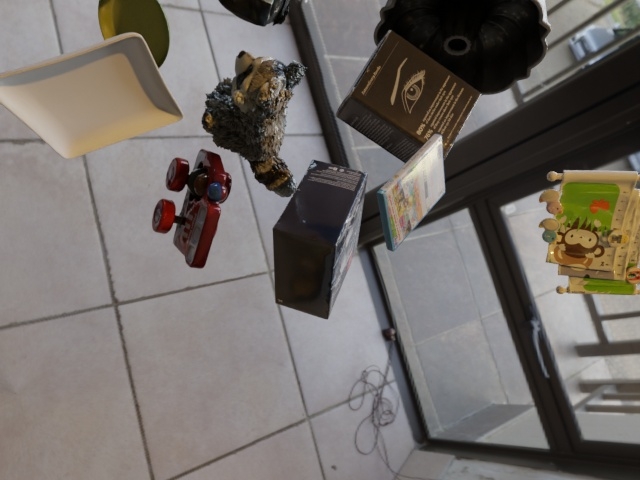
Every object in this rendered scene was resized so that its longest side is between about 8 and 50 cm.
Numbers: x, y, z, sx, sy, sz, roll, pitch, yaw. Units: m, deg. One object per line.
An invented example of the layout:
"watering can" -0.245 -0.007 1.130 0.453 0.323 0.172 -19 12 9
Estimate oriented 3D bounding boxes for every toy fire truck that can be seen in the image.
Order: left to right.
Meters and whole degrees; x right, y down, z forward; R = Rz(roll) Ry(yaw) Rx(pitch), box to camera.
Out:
"toy fire truck" -0.330 -0.095 1.343 0.169 0.254 0.302 15 98 -36

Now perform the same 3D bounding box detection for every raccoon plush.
"raccoon plush" -0.105 -0.312 1.325 0.446 0.299 0.216 41 65 -40

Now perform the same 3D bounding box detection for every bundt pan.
"bundt pan" 0.277 -0.431 0.959 0.331 0.331 0.124 22 68 -25

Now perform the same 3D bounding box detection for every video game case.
"video game case" 0.150 -0.077 0.775 0.166 0.015 0.119 -45 139 -28

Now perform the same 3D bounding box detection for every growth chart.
"growth chart" 0.461 -0.009 0.817 0.021 0.172 0.237 -56 138 -64

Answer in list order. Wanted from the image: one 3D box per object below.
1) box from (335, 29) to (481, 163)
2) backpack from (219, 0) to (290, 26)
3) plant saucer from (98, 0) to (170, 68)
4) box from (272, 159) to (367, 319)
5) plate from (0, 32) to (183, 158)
"box" 0.158 -0.249 0.892 0.207 0.108 0.153 33 78 -6
"backpack" -0.121 -0.695 1.045 0.273 0.355 0.290 28 34 -13
"plant saucer" -0.498 -0.580 1.319 0.241 0.241 0.037 52 37 -8
"box" 0.000 0.000 1.443 0.179 0.343 0.312 17 49 12
"plate" -0.439 -0.281 0.950 0.277 0.278 0.045 -21 73 -5
